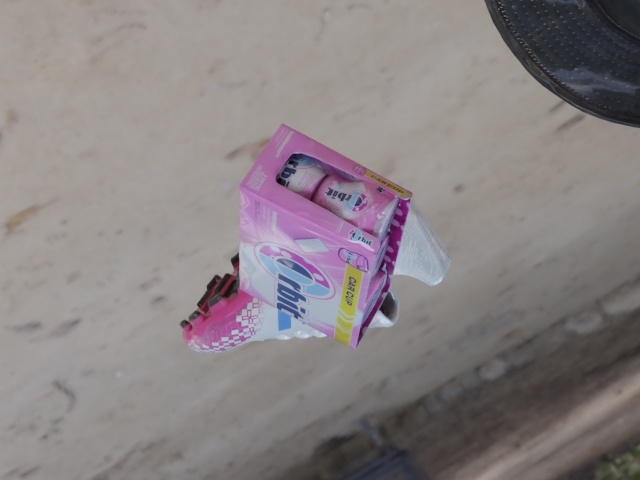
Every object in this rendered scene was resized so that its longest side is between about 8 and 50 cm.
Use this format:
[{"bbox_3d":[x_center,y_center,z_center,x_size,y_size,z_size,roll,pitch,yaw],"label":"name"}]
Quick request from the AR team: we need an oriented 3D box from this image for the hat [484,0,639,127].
[{"bbox_3d":[0.279,-0.200,0.866,0.331,0.331,0.134,-36,-160,16],"label":"hat"}]

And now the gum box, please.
[{"bbox_3d":[0.000,0.000,0.928,0.062,0.107,0.188,-58,169,-24],"label":"gum box"}]

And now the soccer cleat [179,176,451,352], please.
[{"bbox_3d":[-0.012,0.059,1.236,0.331,0.143,0.116,-35,-164,42],"label":"soccer cleat"}]
